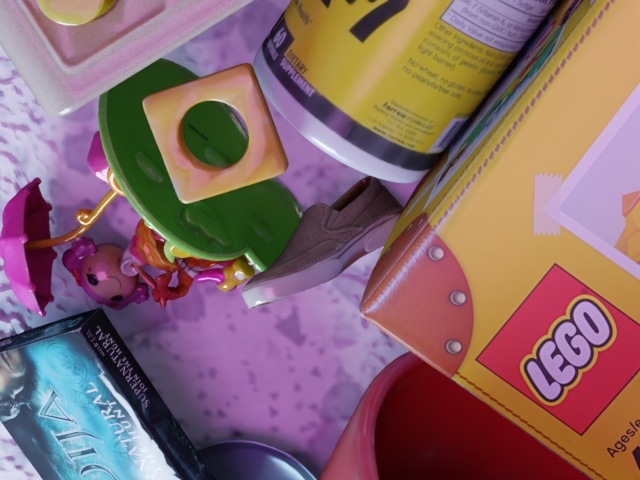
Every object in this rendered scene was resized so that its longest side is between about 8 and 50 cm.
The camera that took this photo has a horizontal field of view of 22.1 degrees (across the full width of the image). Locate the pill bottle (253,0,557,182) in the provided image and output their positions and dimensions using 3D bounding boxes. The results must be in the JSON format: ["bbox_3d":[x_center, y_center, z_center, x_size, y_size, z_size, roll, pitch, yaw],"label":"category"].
[{"bbox_3d":[0.065,-0.144,0.879,0.119,0.119,0.208,36,112,-2],"label":"pill bottle"}]

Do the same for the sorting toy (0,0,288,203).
[{"bbox_3d":[-0.112,-0.176,0.819,0.196,0.047,0.347,-29,101,18],"label":"sorting toy"}]

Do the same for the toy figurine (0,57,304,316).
[{"bbox_3d":[-0.117,-0.005,0.989,0.159,0.130,0.173,-30,126,33],"label":"toy figurine"}]

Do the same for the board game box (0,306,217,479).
[{"bbox_3d":[-0.132,0.134,1.025,0.126,0.026,0.186,-18,111,42],"label":"board game box"}]

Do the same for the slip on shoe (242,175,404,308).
[{"bbox_3d":[0.000,0.000,0.940,0.051,0.135,0.041,-20,96,48],"label":"slip on shoe"}]

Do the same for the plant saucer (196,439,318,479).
[{"bbox_3d":[-0.046,0.180,1.068,0.119,0.021,0.119,4,110,11],"label":"plant saucer"}]

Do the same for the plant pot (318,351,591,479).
[{"bbox_3d":[0.082,0.236,0.946,0.275,0.275,0.243,33,122,-1],"label":"plant pot"}]

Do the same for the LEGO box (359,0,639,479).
[{"bbox_3d":[0.320,-0.073,0.811,0.372,0.193,0.500,35,112,-2],"label":"LEGO box"}]
